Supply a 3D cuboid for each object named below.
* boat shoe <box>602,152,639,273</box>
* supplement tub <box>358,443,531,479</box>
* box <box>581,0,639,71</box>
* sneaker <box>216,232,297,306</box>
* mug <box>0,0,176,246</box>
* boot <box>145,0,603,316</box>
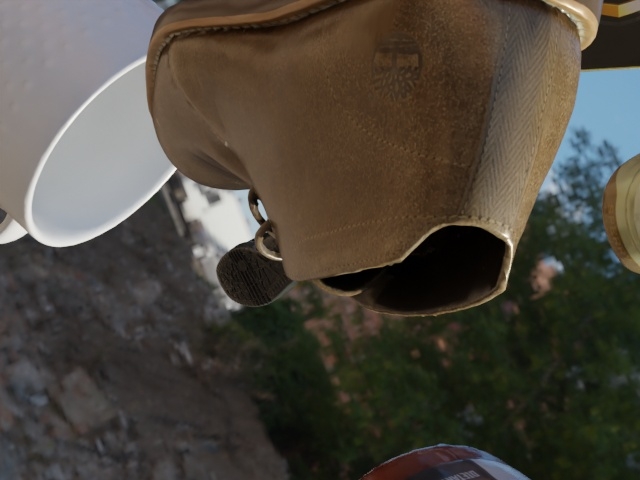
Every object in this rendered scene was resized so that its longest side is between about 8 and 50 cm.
[{"bbox_3d":[0.313,-0.057,0.786,0.089,0.285,0.105,-4,-65,62],"label":"boat shoe"},{"bbox_3d":[0.077,0.145,0.344,0.198,0.106,0.106,31,-35,54],"label":"supplement tub"},{"bbox_3d":[0.295,-0.289,1.124,0.322,0.079,0.257,4,-80,40],"label":"box"},{"bbox_3d":[-0.001,-0.002,0.902,0.170,0.089,0.051,-28,-88,48],"label":"sneaker"},{"bbox_3d":[-0.347,-0.165,1.348,0.328,0.374,0.276,42,27,16],"label":"mug"},{"bbox_3d":[-0.009,-0.033,0.474,0.305,0.112,0.115,174,-73,-67],"label":"boot"}]
